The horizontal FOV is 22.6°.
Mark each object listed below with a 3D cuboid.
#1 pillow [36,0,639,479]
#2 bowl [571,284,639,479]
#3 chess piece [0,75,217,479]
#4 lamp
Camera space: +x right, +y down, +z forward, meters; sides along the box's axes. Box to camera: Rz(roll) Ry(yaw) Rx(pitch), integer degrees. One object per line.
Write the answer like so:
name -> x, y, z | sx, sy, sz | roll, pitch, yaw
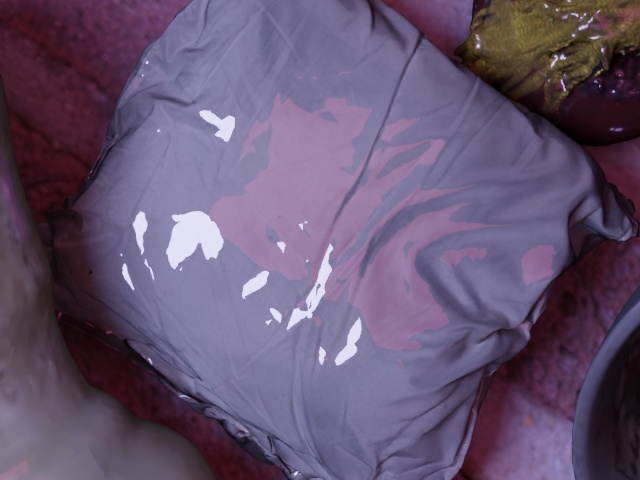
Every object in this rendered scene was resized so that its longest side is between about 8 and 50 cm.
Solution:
pillow -> 0.000, 0.000, 0.951 | 0.310, 0.138, 0.283 | 38, 87, 0
bowl -> 0.296, 0.087, 0.953 | 0.289, 0.146, 0.289 | 5, 119, 9
chess piece -> -0.186, 0.081, 0.834 | 0.234, 0.234, 0.442 | -37, 104, -12
lamp -> 0.175, -0.138, 0.994 | 0.156, 0.135, 0.157 | 22, 77, -5
